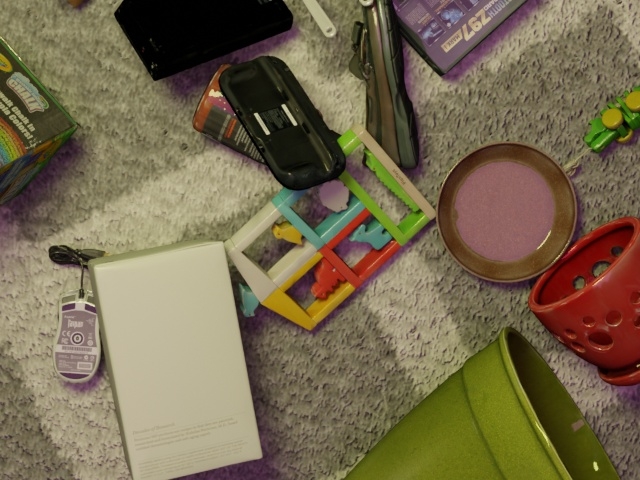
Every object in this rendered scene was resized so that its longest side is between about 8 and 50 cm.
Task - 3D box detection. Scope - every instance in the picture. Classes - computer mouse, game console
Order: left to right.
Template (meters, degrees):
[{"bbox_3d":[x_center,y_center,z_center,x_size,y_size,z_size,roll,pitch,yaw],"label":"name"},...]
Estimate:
[{"bbox_3d":[-0.343,0.106,1.628,0.106,0.042,0.193,6,89,-5],"label":"computer mouse"},{"bbox_3d":[-0.103,-0.215,1.508,0.213,0.044,0.361,-25,71,-23],"label":"game console"}]

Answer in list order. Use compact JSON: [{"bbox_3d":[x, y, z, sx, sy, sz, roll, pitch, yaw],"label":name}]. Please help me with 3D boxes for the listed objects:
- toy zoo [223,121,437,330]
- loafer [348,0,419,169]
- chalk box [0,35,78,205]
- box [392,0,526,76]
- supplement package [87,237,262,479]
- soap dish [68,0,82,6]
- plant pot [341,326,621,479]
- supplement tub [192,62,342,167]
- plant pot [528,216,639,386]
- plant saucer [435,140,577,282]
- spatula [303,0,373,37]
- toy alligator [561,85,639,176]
[{"bbox_3d":[0.000,0.000,1.575,0.293,0.030,0.192,-43,125,3],"label":"toy zoo"},{"bbox_3d":[0.073,-0.216,1.552,0.084,0.096,0.268,-6,115,14],"label":"loafer"},{"bbox_3d":[-0.465,-0.141,1.516,0.180,0.289,0.179,50,126,-1],"label":"chalk box"},{"bbox_3d":[0.194,-0.371,1.580,0.232,0.059,0.183,-43,92,3],"label":"box"},{"bbox_3d":[-0.200,0.155,1.546,0.175,0.177,0.293,-11,95,-13],"label":"supplement package"},{"bbox_3d":[-0.330,-0.490,1.510,0.229,0.118,0.291,44,110,-3],"label":"soap dish"},{"bbox_3d":[0.194,0.359,1.516,0.353,0.366,0.367,-33,94,14],"label":"plant pot"},{"bbox_3d":[-0.069,-0.156,1.574,0.197,0.106,0.106,28,94,-1],"label":"supplement tub"},{"bbox_3d":[0.405,0.092,1.551,0.191,0.191,0.174,-39,98,3],"label":"plant pot"},{"bbox_3d":[0.260,-0.040,1.616,0.198,0.036,0.199,0,94,0],"label":"plant saucer"},{"bbox_3d":[0.015,-0.377,1.529,0.168,0.019,0.242,-33,57,5],"label":"spatula"},{"bbox_3d":[0.405,-0.163,1.603,0.189,0.056,0.051,-37,53,13],"label":"toy alligator"}]
